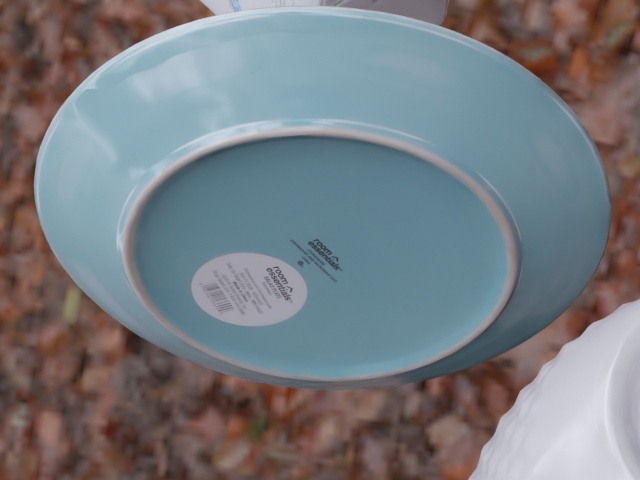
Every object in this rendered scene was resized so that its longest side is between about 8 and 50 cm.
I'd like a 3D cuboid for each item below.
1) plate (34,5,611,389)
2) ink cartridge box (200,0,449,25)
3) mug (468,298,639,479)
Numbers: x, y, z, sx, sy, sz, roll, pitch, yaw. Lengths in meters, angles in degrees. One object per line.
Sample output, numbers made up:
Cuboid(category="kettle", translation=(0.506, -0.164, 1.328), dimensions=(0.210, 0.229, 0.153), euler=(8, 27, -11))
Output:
Cuboid(category="plate", translation=(0.000, 0.000, 0.605), dimensions=(0.188, 0.188, 0.024), euler=(-47, 30, 43))
Cuboid(category="ink cartridge box", translation=(-0.011, -0.207, 1.242), dimensions=(0.176, 0.128, 0.127), euler=(44, 154, 24))
Cuboid(category="mug", translation=(0.255, 0.192, 1.023), dimensions=(0.328, 0.374, 0.276), euler=(94, -165, -55))
